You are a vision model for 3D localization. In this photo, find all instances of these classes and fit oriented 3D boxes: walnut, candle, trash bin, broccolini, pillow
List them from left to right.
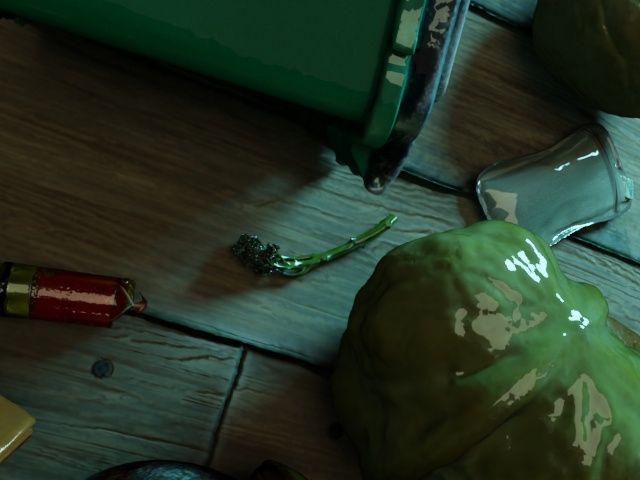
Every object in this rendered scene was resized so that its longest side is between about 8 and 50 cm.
[{"bbox_3d":[-0.227,0.052,0.581,0.130,0.052,0.052,8,79,-19],"label":"candle"},{"bbox_3d":[-0.074,-0.230,0.568,0.381,0.259,0.295,11,104,-10],"label":"trash bin"},{"bbox_3d":[-0.001,0.007,0.683,0.194,0.054,0.052,-12,116,-27],"label":"broccolini"},{"bbox_3d":[0.150,0.132,0.586,0.253,0.277,0.282,-2,61,-26],"label":"walnut"},{"bbox_3d":[0.302,-0.063,0.793,0.232,0.038,0.131,-24,93,-21],"label":"pillow"},{"bbox_3d":[0.380,-0.259,0.767,0.228,0.228,0.228,3,80,-19],"label":"walnut"}]

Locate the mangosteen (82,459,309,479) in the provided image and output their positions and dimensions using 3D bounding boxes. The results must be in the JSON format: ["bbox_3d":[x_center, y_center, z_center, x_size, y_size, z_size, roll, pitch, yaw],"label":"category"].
[{"bbox_3d":[-0.111,0.302,0.474,0.288,0.288,0.288,3,80,-19],"label":"mangosteen"}]

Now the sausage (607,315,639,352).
[{"bbox_3d":[0.357,0.156,0.757,0.302,0.076,0.103,35,70,-11],"label":"sausage"}]

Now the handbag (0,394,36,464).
[{"bbox_3d":[-0.433,0.075,0.397,0.410,0.116,0.303,49,26,-5],"label":"handbag"}]
